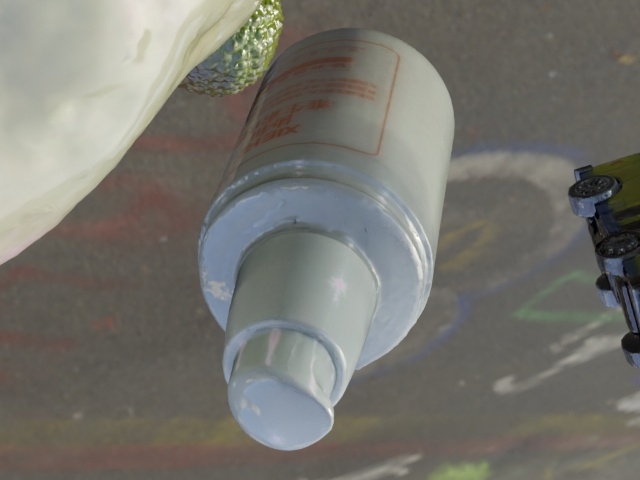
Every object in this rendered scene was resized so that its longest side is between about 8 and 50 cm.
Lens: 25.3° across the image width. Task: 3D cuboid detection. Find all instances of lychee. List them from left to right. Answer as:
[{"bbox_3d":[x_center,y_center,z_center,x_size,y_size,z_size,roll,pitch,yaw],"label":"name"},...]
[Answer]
[{"bbox_3d":[-0.083,-0.163,1.065,0.114,0.114,0.146,-9,-164,-21],"label":"lychee"}]

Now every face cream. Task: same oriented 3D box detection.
[{"bbox_3d":[0.000,0.000,0.604,0.101,0.252,0.101,4,120,7],"label":"face cream"}]

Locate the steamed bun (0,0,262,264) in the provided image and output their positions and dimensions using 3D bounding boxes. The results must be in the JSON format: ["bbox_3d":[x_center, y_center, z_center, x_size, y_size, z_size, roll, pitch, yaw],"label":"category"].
[{"bbox_3d":[-0.105,-0.149,0.402,0.206,0.320,0.275,-16,176,-18],"label":"steamed bun"}]

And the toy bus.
[{"bbox_3d":[0.352,0.017,1.375,0.175,0.288,0.138,-17,114,6],"label":"toy bus"}]
